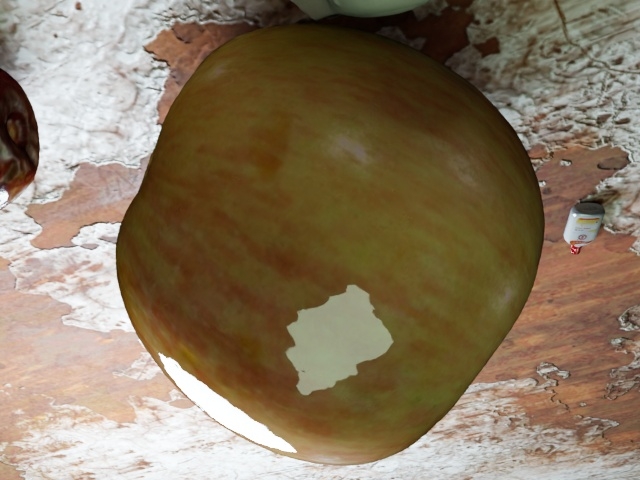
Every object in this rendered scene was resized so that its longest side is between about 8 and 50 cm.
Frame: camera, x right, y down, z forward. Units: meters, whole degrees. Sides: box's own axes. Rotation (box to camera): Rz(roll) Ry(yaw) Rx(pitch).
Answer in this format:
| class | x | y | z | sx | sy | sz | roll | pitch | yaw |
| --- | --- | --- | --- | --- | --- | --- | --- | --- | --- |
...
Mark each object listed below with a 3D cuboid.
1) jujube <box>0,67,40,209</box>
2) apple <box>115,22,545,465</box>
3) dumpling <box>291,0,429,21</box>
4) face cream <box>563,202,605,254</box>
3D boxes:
| class | x | y | z | sx | sy | sz | roll | pitch | yaw |
| --- | --- | --- | --- | --- | --- | --- | --- | --- | --- |
| jujube | -0.398 | -0.084 | 0.816 | 0.243 | 0.183 | 0.183 | -4 | 142 | 6 |
| apple | 0.000 | 0.000 | 0.773 | 0.347 | 0.391 | 0.391 | 30 | 136 | -7 |
| dumpling | 0.046 | -0.243 | 0.680 | 0.188 | 0.108 | 0.127 | -5 | 118 | 29 |
| face cream | 0.313 | -0.013 | 1.036 | 0.040 | 0.021 | 0.083 | -1 | 143 | 2 |
